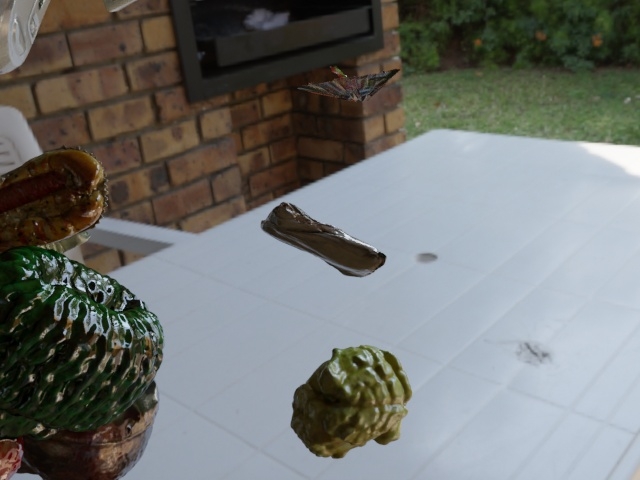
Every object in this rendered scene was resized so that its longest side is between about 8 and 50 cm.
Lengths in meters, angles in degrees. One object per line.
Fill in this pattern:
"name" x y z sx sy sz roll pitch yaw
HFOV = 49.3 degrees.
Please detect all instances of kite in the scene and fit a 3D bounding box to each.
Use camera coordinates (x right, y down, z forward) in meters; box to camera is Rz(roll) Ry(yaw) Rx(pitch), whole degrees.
"kite" 0.073 -0.347 1.535 0.241 0.014 0.183 -5 -15 26

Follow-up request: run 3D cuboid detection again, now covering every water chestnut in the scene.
"water chestnut" -0.446 0.260 1.243 0.335 0.347 0.335 24 12 -5

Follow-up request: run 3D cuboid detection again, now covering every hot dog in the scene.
"hot dog" -0.429 -0.049 1.006 0.253 0.131 0.069 -19 10 -7

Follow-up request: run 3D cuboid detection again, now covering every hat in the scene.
"hat" -0.393 0.186 0.925 0.332 0.274 0.242 -52 36 3

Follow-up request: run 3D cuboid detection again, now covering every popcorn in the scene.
"popcorn" 0.057 0.315 1.358 0.256 0.255 0.195 -43 55 6

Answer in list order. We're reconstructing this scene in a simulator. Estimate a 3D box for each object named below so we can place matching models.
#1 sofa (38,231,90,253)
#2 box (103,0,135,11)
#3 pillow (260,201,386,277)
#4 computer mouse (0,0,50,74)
"sofa" -0.606 0.041 1.439 0.176 0.210 0.225 -10 58 6
"box" -0.231 -0.415 0.962 0.220 0.122 0.032 -16 13 25
"pillow" 0.000 0.000 1.468 0.270 0.067 0.173 28 -19 -1
"computer mouse" -0.386 -0.346 0.841 0.121 0.297 0.184 15 -11 -10
